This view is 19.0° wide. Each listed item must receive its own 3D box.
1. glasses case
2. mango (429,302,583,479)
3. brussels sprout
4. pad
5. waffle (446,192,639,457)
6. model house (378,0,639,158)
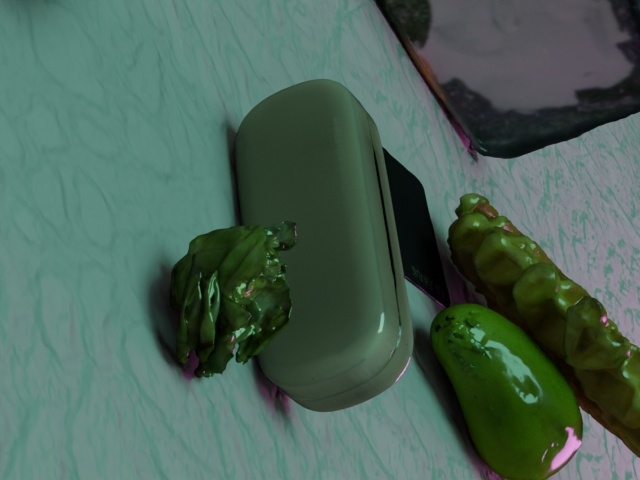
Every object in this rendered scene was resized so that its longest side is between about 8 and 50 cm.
[{"bbox_3d":[0.000,0.000,1.065,0.050,0.083,0.196,46,31,-51],"label":"glasses case"},{"bbox_3d":[0.130,0.103,1.317,0.165,0.074,0.091,55,24,-38],"label":"mango"},{"bbox_3d":[-0.048,0.030,0.950,0.085,0.058,0.085,12,90,-81],"label":"brussels sprout"},{"bbox_3d":[0.052,-0.021,1.348,0.157,0.003,0.112,37,37,-57],"label":"pad"},{"bbox_3d":[0.189,0.077,1.390,0.219,0.057,0.229,46,-1,45],"label":"waffle"},{"bbox_3d":[0.155,-0.266,1.602,0.271,0.190,0.301,52,24,-35],"label":"model house"}]
